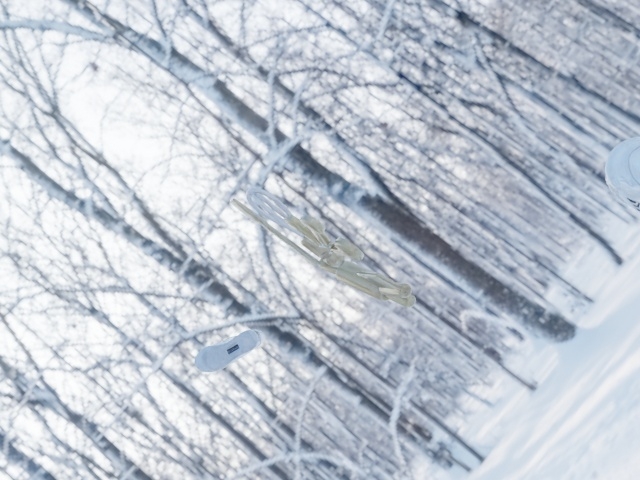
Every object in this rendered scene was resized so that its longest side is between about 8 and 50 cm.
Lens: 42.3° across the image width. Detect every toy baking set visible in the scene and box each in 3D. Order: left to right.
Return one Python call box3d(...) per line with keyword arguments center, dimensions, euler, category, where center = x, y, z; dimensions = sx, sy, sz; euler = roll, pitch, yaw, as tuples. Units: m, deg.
box3d(center=(0.004, 0.004, 1.009), dimensions=(0.030, 0.256, 0.197), euler=(-55, -49, -12), category="toy baking set")

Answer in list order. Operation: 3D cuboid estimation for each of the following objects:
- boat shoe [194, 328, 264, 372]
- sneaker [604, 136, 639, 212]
box3d(center=(-0.116, 0.142, 1.074), dimensions=(0.100, 0.035, 0.035), euler=(-30, -10, 17), category="boat shoe")
box3d(center=(0.525, -0.101, 1.000), dimensions=(0.210, 0.366, 0.137), euler=(47, -118, -55), category="sneaker")
